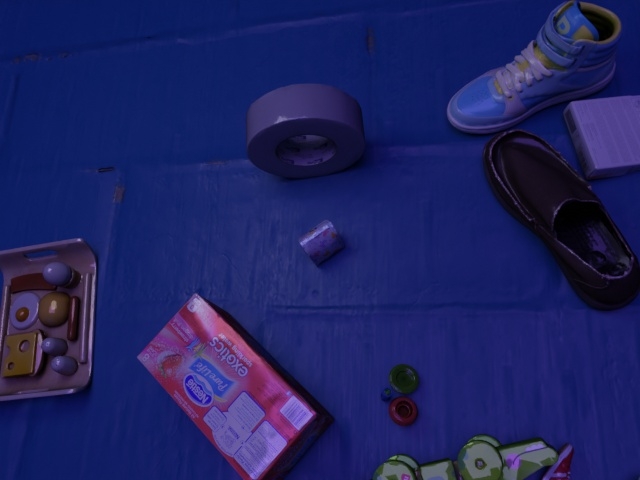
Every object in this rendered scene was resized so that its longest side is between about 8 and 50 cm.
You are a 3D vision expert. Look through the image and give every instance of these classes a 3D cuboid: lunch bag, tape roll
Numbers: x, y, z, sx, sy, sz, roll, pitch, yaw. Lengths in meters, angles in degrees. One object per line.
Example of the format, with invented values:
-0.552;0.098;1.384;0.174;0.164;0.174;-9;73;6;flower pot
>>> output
0.000;0.000;1.090;0.071;0.083;0.053;-36;67;0;lunch bag
-0.028;-0.196;1.094;0.219;0.219;0.072;-9;68;10;tape roll

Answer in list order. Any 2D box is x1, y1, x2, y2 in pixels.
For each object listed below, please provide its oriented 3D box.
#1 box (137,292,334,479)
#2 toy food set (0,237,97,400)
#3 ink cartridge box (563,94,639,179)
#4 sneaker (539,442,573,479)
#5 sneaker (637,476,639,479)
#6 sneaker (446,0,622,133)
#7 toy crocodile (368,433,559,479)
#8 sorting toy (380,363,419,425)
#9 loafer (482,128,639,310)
-0.142;0.251;1.001;0.300;0.142;0.154;39;83;23;box
-0.566;0.157;1.164;0.219;0.092;0.306;-9;68;10;toy food set
0.545;-0.190;1.063;0.179;0.045;0.146;-6;68;-8;ink cartridge box
0.367;0.371;0.889;0.067;0.042;0.118;30;87;25;sneaker
0.451;0.413;0.844;0.240;0.091;0.126;-18;49;7;sneaker
0.374;-0.315;1.047;0.318;0.208;0.127;-22;68;5;sneaker
0.191;0.367;0.896;0.340;0.115;0.105;-18;73;9;toy crocodile
0.132;0.262;0.992;0.061;0.042;0.102;6;59;-1;sorting toy
0.409;-0.061;0.988;0.133;0.130;0.366;-33;66;0;loafer
